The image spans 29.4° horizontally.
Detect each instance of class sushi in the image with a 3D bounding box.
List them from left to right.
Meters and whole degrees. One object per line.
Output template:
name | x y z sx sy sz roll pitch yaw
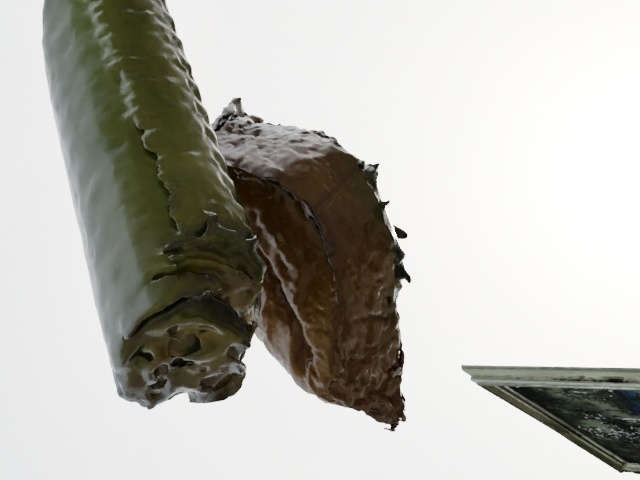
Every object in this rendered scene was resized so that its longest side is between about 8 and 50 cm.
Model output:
sushi | -0.001 0.000 0.921 0.287 0.149 0.140 50 -157 12

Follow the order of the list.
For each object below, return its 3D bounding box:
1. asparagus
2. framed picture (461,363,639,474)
asparagus | -0.126 -0.072 0.836 0.108 0.128 0.381 -11 -123 -15
framed picture | 0.180 0.101 0.652 0.183 0.142 0.011 33 -117 -43
